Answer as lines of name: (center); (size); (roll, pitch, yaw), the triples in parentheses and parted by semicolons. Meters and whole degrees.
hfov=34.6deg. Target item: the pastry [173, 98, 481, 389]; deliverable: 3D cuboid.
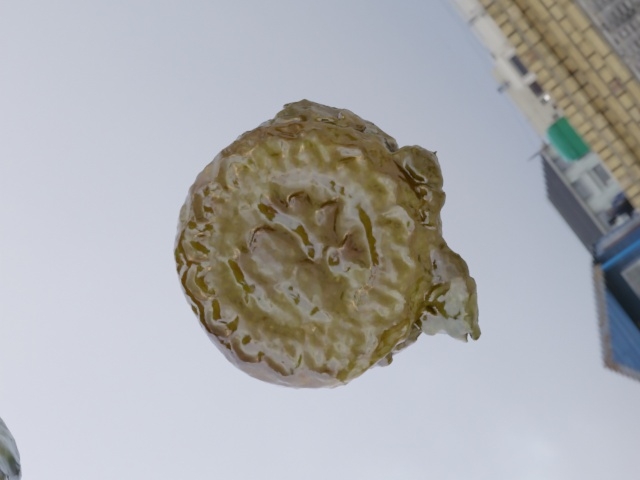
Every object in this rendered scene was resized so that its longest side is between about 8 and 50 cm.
pastry: (0.000, 0.000, 0.881); (0.132, 0.235, 0.240); (2, -110, -82)

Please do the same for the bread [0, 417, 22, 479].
bread: (-0.387, 0.089, 0.739); (0.382, 0.129, 0.366); (27, 165, 44)
